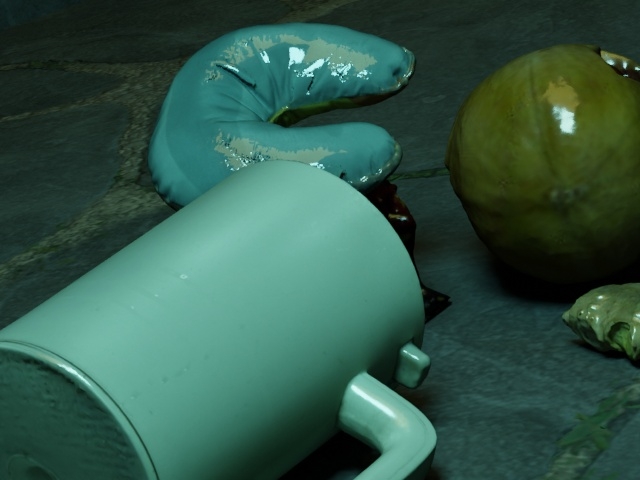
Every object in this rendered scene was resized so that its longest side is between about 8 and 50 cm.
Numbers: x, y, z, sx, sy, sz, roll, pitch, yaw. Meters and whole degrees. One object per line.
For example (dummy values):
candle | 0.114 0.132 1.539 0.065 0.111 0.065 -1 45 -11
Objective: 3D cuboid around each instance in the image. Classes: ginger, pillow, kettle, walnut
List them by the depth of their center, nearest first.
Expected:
kettle | -0.075 0.114 1.382 0.205 0.265 0.318 -39 -4 42
ginger | 0.248 0.068 1.476 0.069 0.051 0.173 -22 18 -17
pillow | -0.033 -0.095 1.604 0.214 0.086 0.233 -5 38 11
walnut | 0.202 -0.066 1.686 0.203 0.203 0.298 -11 2 4

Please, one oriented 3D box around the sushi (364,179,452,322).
sushi | 0.000 0.000 1.675 0.172 0.150 0.153 2 23 37
